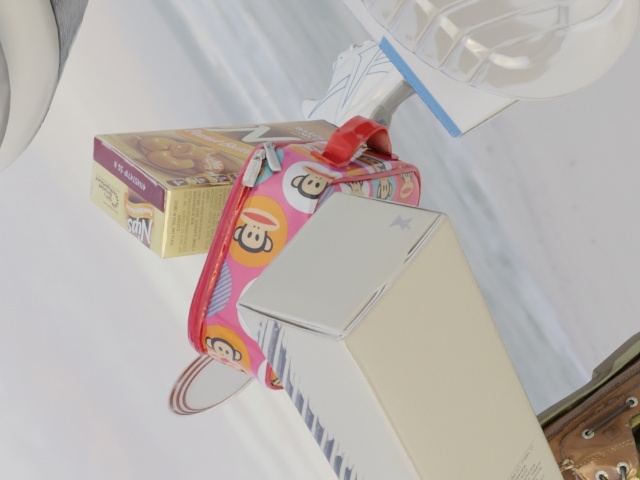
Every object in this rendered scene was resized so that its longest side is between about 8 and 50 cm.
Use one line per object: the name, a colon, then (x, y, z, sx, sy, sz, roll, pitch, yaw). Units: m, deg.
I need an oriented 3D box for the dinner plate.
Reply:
dinner plate: (-0.107, 0.147, 1.506, 0.017, 0.141, 0.141, 55, 180, -24)

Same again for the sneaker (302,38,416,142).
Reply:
sneaker: (0.089, -0.251, 2.004, 0.129, 0.297, 0.111, 47, -173, 20)

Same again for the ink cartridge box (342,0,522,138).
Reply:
ink cartridge box: (0.114, -0.271, 1.270, 0.223, 0.129, 0.307, 47, -154, -21)

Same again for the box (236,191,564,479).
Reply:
box: (0.061, 0.107, 0.880, 0.094, 0.113, 0.275, 14, 141, 42)

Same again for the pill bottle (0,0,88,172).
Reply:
pill bottle: (-0.202, -0.110, 0.670, 0.162, 0.162, 0.278, 57, -170, -22)

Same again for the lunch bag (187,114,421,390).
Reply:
lunch bag: (0.000, 0.000, 1.360, 0.120, 0.258, 0.293, 23, -168, 20)

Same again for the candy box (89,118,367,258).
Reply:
candy box: (-0.081, -0.065, 1.567, 0.183, 0.316, 0.087, 35, 124, 48)

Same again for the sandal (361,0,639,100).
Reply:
sandal: (0.050, -0.245, 0.838, 0.416, 0.169, 0.102, 38, -136, -27)

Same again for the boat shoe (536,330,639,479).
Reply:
boat shoe: (0.256, 0.198, 1.243, 0.104, 0.307, 0.111, 21, 151, 51)
